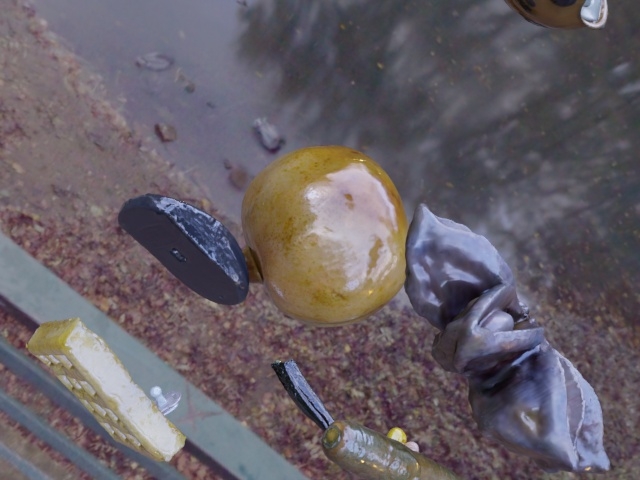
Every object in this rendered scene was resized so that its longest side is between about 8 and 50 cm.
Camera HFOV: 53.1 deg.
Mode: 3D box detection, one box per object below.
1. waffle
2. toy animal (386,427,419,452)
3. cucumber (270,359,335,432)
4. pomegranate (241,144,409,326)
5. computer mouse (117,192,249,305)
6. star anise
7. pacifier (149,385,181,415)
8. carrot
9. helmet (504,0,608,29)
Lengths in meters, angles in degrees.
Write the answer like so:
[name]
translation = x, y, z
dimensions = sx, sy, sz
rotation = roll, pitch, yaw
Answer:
[waffle]
translation = -0.332, 0.226, 0.977
dimensions = 0.055, 0.221, 0.248
rotation = -45, 108, -31
[toy animal]
translation = 0.141, 0.379, 1.109
dimensions = 0.114, 0.082, 0.091
rotation = 6, 101, -63
[cucumber]
translation = -0.025, 0.222, 0.914
dimensions = 0.135, 0.034, 0.033
rotation = 55, 23, 23
[pomegranate]
translation = 0.000, 0.000, 1.399
dimensions = 0.416, 0.416, 0.417
rotation = 22, 50, -29
[computer mouse]
translation = -0.216, 0.003, 1.091
dimensions = 0.270, 0.137, 0.086
rotation = 48, 47, -31
[star anise]
translation = 0.123, 0.077, 0.432
dimensions = 0.212, 0.073, 0.197
rotation = 48, 12, -32
[pacifier]
translation = -0.398, 0.398, 1.597
dimensions = 0.099, 0.081, 0.078
rotation = -29, 111, -16
[carrot]
translation = 0.122, 0.327, 0.923
dimensions = 0.342, 0.070, 0.070
rotation = 35, 42, -41
[helmet]
translation = 0.303, -0.384, 0.868
dimensions = 0.224, 0.130, 0.198
rotation = 56, 48, -36
